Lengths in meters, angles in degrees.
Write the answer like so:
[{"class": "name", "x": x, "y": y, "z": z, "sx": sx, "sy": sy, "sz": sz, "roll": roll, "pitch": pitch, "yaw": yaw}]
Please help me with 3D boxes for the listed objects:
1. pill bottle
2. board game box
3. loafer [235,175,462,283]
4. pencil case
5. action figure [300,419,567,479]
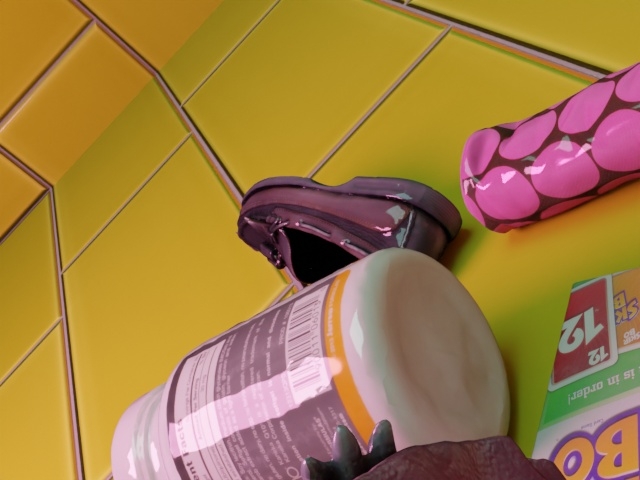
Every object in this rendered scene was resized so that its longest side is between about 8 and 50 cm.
[{"class": "pill bottle", "x": -0.017, "y": 0.128, "z": 0.714, "sx": 0.278, "sy": 0.162, "sz": 0.162, "roll": -30, "pitch": 31, "yaw": 35}, {"class": "board game box", "x": 0.179, "y": 0.122, "z": 0.566, "sx": 0.124, "sy": 0.039, "sz": 0.259, "roll": -20, "pitch": 40, "yaw": 46}, {"class": "loafer", "x": 0.000, "y": 0.000, "z": 0.935, "sx": 0.302, "sy": 0.109, "sz": 0.095, "roll": -1, "pitch": 56, "yaw": 53}, {"class": "pencil case", "x": 0.203, "y": -0.082, "z": 0.746, "sx": 0.209, "sy": 0.095, "sz": 0.098, "roll": -25, "pitch": 65, "yaw": 38}, {"class": "action figure", "x": 0.117, "y": 0.232, "z": 0.330, "sx": 0.370, "sy": 0.248, "sz": 0.275, "roll": 45, "pitch": 128, "yaw": 41}]
